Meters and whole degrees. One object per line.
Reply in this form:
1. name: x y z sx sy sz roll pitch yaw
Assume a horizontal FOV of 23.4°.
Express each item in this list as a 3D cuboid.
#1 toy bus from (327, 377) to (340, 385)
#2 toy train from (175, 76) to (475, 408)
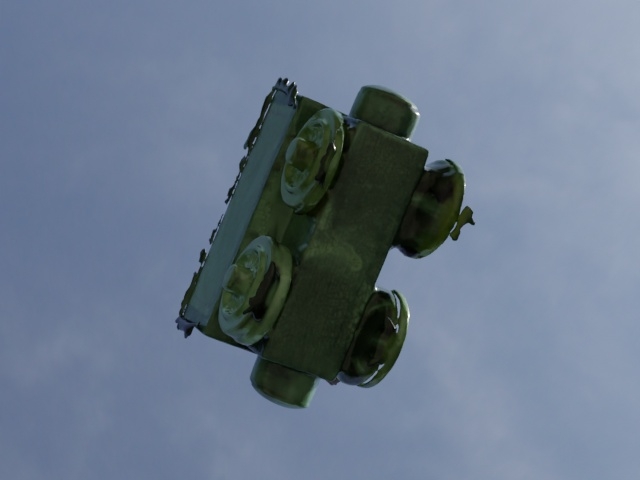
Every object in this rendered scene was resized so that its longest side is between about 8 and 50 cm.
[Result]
1. toy bus: -0.019 0.079 1.426 0.131 0.037 0.052 44 -155 -24
2. toy train: 0.000 0.000 1.281 0.159 0.188 0.271 22 -89 -23
